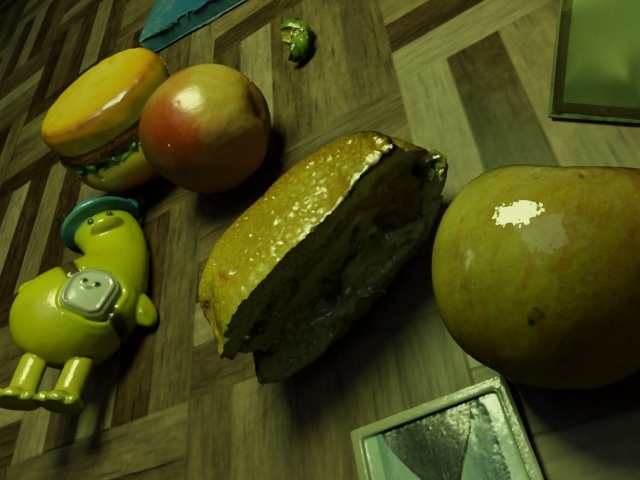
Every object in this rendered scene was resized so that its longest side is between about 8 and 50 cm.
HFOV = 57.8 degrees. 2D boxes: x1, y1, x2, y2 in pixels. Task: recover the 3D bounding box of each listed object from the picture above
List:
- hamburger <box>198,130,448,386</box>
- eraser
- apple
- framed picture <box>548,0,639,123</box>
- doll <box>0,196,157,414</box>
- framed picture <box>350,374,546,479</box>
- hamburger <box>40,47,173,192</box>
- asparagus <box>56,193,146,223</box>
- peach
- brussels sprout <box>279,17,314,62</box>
[{"bbox_3d":[0.000,0.000,0.589,0.283,0.144,0.156,-47,33,0],"label":"hamburger"},{"bbox_3d":[-0.243,-0.505,1.205,0.312,0.043,0.144,-17,51,29],"label":"eraser"},{"bbox_3d":[0.171,0.023,0.420,0.183,0.183,0.155,8,96,42],"label":"apple"},{"bbox_3d":[0.285,-0.214,0.494,0.173,0.010,0.231,19,117,44],"label":"framed picture"},{"bbox_3d":[-0.315,0.070,0.810,0.200,0.145,0.362,8,47,-2],"label":"doll"},{"bbox_3d":[0.105,0.219,0.439,0.150,0.015,0.203,-27,47,20],"label":"framed picture"},{"bbox_3d":[-0.313,-0.186,0.946,0.246,0.170,0.246,-18,41,17],"label":"hamburger"},{"bbox_3d":[-0.387,-0.049,1.012,0.249,0.024,0.025,-9,49,36],"label":"asparagus"},{"bbox_3d":[-0.153,-0.155,0.799,0.184,0.184,0.184,-21,50,27],"label":"peach"},{"bbox_3d":[-0.034,-0.313,0.909,0.051,0.046,0.083,-27,57,17],"label":"brussels sprout"}]
